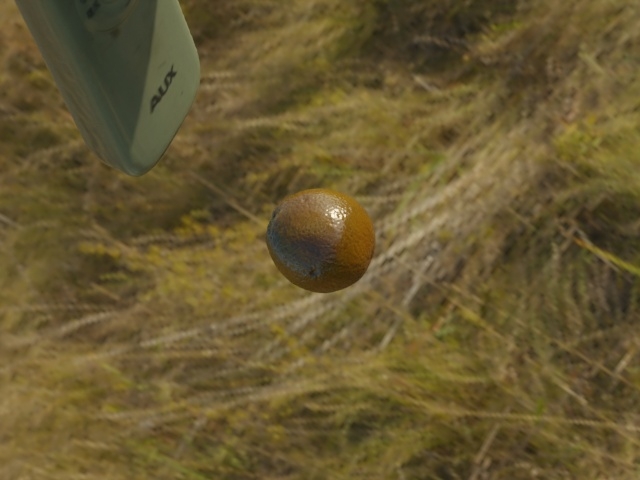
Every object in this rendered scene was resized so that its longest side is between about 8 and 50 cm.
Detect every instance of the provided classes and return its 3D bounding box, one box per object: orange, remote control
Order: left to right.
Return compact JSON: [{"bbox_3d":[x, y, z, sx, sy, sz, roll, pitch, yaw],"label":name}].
[{"bbox_3d":[-0.120,-0.147,0.687,0.038,0.309,0.090,17,61,22],"label":"remote control"},{"bbox_3d":[0.000,0.000,1.089,0.085,0.085,0.085,-23,51,32],"label":"orange"}]
